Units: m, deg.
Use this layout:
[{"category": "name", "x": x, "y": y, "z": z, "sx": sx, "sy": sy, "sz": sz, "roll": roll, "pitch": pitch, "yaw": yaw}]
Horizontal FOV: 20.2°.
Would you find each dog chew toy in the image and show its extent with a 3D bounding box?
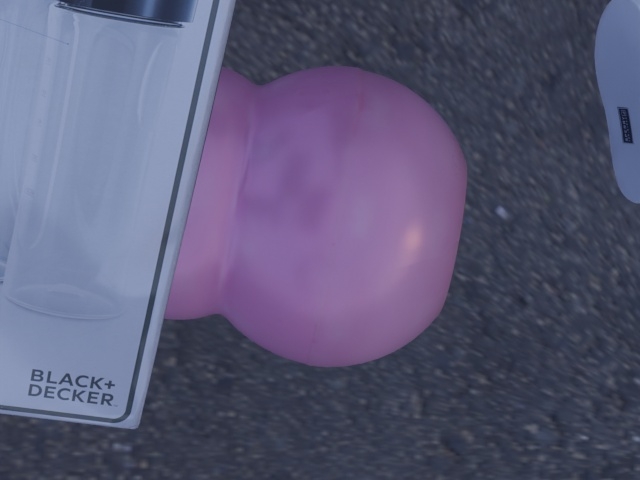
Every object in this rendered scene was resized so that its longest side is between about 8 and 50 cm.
[{"category": "dog chew toy", "x": -0.073, "y": -0.030, "z": 1.230, "sx": 0.332, "sy": 0.206, "sz": 0.206, "roll": 9, "pitch": 85, "yaw": -2}]

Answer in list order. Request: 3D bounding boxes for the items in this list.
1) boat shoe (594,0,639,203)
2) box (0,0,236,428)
[{"category": "boat shoe", "x": 0.210, "y": -0.094, "z": 1.164, "sx": 0.049, "sy": 0.040, "sz": 0.142, "roll": 21, "pitch": 127, "yaw": 48}, {"category": "box", "x": -0.128, "y": -0.071, "z": 0.725, "sx": 0.169, "sy": 0.087, "sz": 0.290, "roll": 7, "pitch": 121, "yaw": -11}]
